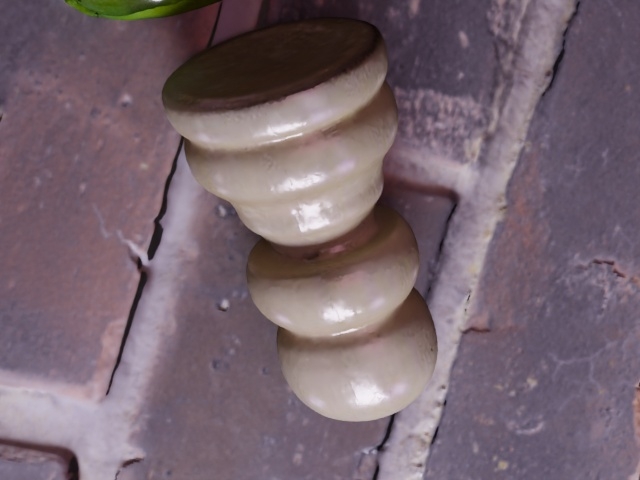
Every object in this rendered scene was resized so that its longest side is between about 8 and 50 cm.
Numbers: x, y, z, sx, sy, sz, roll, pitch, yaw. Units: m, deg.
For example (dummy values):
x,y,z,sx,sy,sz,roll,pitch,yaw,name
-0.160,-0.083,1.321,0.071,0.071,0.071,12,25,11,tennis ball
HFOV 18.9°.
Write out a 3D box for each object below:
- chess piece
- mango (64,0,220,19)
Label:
x,y,z,sx,sy,sz,roll,pitch,yaw,name
0.000,0.000,1.437,0.167,0.167,0.300,-23,114,-16,chess piece
-0.089,-0.230,1.370,0.233,0.111,0.125,-17,94,-5,mango
